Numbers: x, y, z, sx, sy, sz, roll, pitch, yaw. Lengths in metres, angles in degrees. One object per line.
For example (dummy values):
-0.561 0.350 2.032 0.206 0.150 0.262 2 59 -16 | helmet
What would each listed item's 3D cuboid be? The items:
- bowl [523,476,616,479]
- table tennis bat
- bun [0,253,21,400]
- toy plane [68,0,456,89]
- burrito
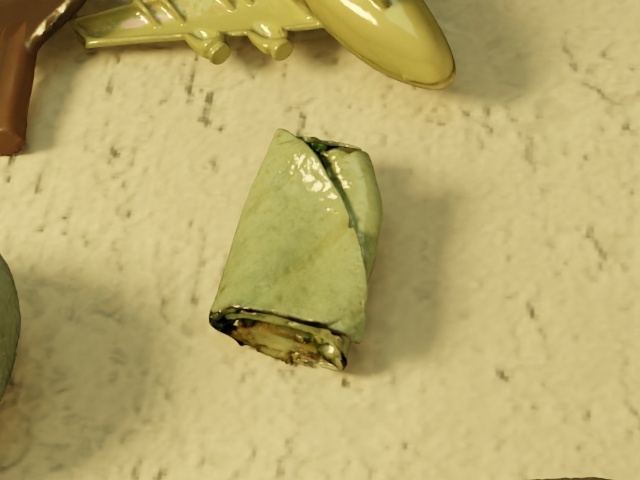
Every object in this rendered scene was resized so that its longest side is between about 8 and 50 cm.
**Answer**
0.079 0.209 0.603 0.238 0.126 0.237 -5 50 5 | bowl
-0.179 -0.142 0.929 0.107 0.119 0.170 -17 54 31 | table tennis bat
-0.196 0.051 0.812 0.141 0.083 0.141 -7 40 6 | bun
-0.015 -0.154 0.946 0.229 0.092 0.244 -41 51 -4 | toy plane
-0.004 0.000 0.843 0.074 0.044 0.118 5 54 17 | burrito
